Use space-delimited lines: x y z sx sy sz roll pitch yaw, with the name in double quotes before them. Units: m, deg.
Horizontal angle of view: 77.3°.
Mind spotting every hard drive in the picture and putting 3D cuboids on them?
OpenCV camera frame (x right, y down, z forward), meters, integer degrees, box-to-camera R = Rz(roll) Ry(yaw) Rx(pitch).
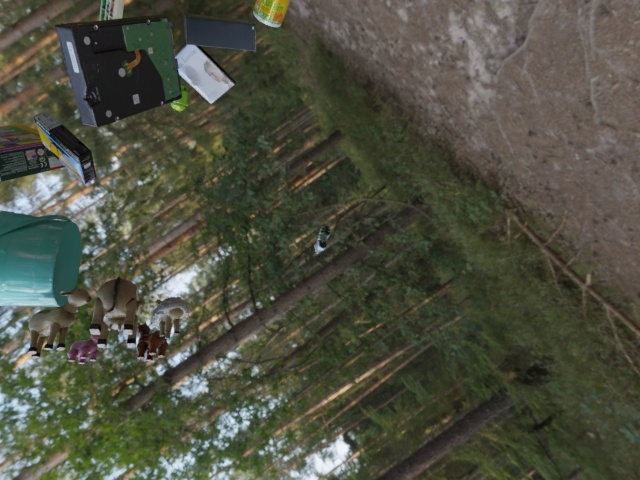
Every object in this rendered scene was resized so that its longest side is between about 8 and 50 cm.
"hard drive" -0.526 -0.474 1.096 0.064 0.339 0.236 17 127 17

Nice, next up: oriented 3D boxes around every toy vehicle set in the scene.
"toy vehicle set" -0.880 -1.002 1.689 0.035 0.266 0.166 -8 -137 -45

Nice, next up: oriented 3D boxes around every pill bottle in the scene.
"pill bottle" -0.191 -1.076 1.728 0.136 0.136 0.245 51 134 18

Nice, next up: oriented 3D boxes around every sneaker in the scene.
"sneaker" 0.000 0.000 1.328 0.038 0.098 0.069 27 145 -11

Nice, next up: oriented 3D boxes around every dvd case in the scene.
"dvd case" -0.528 -0.748 1.786 0.253 0.180 0.022 40 -137 -34

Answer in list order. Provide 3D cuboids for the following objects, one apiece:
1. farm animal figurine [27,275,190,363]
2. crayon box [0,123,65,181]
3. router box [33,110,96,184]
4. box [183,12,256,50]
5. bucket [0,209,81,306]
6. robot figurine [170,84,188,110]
"farm animal figurine" -0.540 0.190 1.026 0.331 0.327 0.172 14 -128 -32
"crayon box" -1.123 -0.299 1.371 0.313 0.106 0.363 18 -151 21
"router box" -0.739 -0.267 1.165 0.179 0.046 0.133 42 146 4
"box" -0.403 -0.830 1.591 0.184 0.262 0.103 -122 34 -55
"bucket" -0.790 0.054 1.094 0.183 0.280 0.281 7 -165 -18
"robot figurine" -0.627 -0.631 1.780 0.067 0.115 0.101 17 -170 15
